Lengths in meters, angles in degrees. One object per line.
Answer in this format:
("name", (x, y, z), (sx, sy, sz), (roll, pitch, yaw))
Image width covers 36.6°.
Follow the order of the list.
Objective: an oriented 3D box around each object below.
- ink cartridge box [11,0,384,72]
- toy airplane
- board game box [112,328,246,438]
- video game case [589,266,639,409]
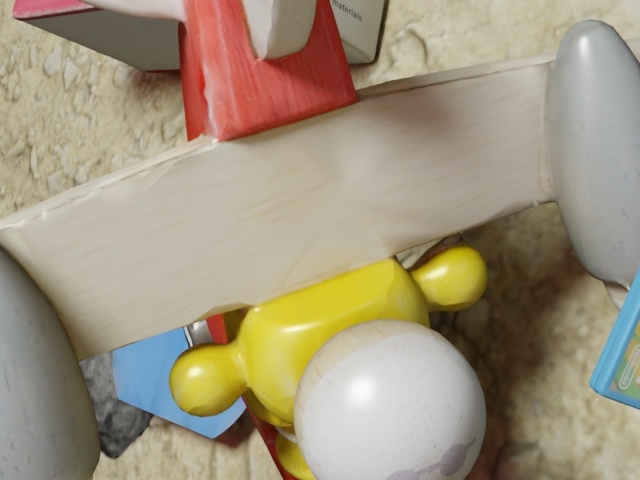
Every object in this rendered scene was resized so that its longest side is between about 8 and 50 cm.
("ink cartridge box", (-0.075, -0.345, 0.778), (0.279, 0.160, 0.385), (5, 83, 41))
("toy airplane", (0.000, 0.000, 0.481), (0.386, 0.384, 0.272), (-49, 42, 19))
("board game box", (-0.096, 0.081, 0.782), (0.168, 0.033, 0.133), (12, 83, 37))
("video game case", (0.218, 0.041, 0.441), (0.015, 0.166, 0.119), (-135, 67, -76))
